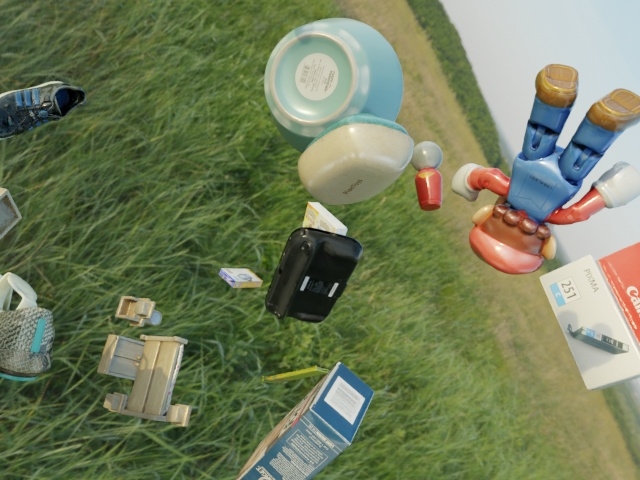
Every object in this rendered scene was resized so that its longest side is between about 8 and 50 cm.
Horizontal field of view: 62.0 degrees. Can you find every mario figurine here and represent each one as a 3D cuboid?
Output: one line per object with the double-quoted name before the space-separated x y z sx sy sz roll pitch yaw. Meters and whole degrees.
"mario figurine" 0.314 -0.088 0.764 0.170 0.321 0.198 -7 48 -19

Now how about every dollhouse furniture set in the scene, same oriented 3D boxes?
"dollhouse furniture set" -0.386 0.307 1.380 0.173 0.355 0.304 33 61 -48

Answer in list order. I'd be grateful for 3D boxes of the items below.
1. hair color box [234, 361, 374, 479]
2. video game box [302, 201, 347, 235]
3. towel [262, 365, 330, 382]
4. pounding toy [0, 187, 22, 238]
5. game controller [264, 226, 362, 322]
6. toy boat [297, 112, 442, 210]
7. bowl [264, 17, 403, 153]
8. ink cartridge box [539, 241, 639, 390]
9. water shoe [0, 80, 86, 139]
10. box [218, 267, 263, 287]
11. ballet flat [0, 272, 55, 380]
"hair color box" -0.046 0.428 1.120 0.105 0.347 0.174 40 28 5
"video game box" 0.000 0.000 1.723 0.048 0.187 0.205 3 25 -31
"towel" -0.091 0.490 1.940 0.102 0.237 0.021 29 49 -55
"pounding toy" -0.929 -0.061 1.482 0.141 0.100 0.130 94 15 -47
"game controller" -0.022 0.090 1.225 0.166 0.319 0.067 7 49 -16
"toy boat" 0.114 -0.155 1.054 0.318 0.267 0.148 10 69 -28
"bowl" 0.005 -0.322 1.108 0.312 0.311 0.163 62 19 2
"ink cartridge box" 0.701 0.169 1.252 0.066 0.261 0.297 19 49 -46
"water shoe" -0.529 -0.249 0.991 0.203 0.080 0.073 -57 146 -46
"box" -0.258 0.119 1.688 0.081 0.028 0.136 35 19 34
"ballet flat" -0.695 0.155 1.132 0.164 0.482 0.182 26 75 -49
